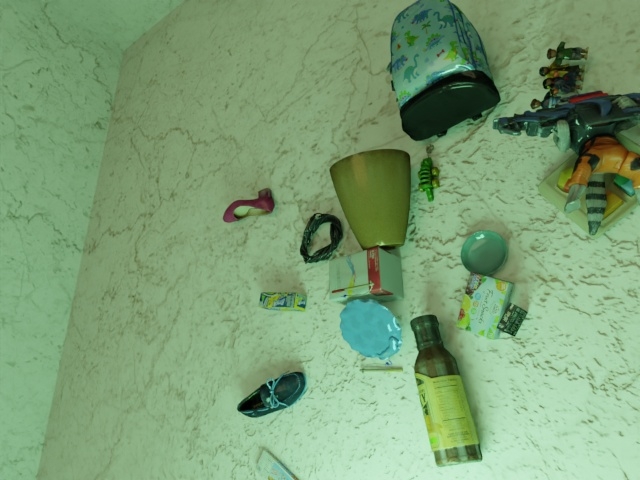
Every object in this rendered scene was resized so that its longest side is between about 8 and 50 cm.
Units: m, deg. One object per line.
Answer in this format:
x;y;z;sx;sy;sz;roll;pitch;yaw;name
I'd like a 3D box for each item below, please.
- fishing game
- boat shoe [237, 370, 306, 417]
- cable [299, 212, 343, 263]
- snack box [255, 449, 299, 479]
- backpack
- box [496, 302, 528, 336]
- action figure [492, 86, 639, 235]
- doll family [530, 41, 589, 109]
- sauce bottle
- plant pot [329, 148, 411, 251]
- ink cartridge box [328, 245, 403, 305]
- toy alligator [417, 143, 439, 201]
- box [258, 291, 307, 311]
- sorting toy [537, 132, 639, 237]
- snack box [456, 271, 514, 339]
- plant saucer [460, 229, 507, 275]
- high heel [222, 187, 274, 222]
0.138;0.236;1.283;0.189;0.041;0.263;-17;99;36;fishing game
-0.153;0.490;1.471;0.258;0.089;0.109;-42;51;21;boat shoe
0.000;0.000;1.571;0.151;0.047;0.184;24;87;39;cable
-0.123;0.700;1.408;0.178;0.022;0.064;22;87;44;snack box
0.335;-0.518;1.366;0.290;0.273;0.355;-18;49;42;backpack
0.439;0.182;1.085;0.018;0.083;0.067;29;94;43;box
0.551;-0.193;1.034;0.342;0.178;0.329;-2;61;11;action figure
0.594;-0.398;1.186;0.112;0.076;0.192;9;74;23;doll family
0.287;0.350;1.136;0.111;0.111;0.344;-28;55;30;sauce bottle
0.163;-0.101;1.363;0.237;0.237;0.254;-17;77;35;plant pot
0.127;0.110;1.352;0.176;0.128;0.127;-17;63;34;ink cartridge box
0.307;-0.204;1.374;0.056;0.051;0.189;-12;66;37;toy alligator
-0.127;0.204;1.582;0.169;0.059;0.054;-4;70;40;box
0.634;-0.137;1.075;0.208;0.038;0.193;-47;49;17;sorting toy
0.397;0.157;1.150;0.100;0.037;0.141;17;95;43;snack box
0.417;0.033;1.206;0.119;0.021;0.119;-16;64;36;plant saucer
-0.279;-0.103;1.823;0.244;0.082;0.117;-24;48;18;high heel
